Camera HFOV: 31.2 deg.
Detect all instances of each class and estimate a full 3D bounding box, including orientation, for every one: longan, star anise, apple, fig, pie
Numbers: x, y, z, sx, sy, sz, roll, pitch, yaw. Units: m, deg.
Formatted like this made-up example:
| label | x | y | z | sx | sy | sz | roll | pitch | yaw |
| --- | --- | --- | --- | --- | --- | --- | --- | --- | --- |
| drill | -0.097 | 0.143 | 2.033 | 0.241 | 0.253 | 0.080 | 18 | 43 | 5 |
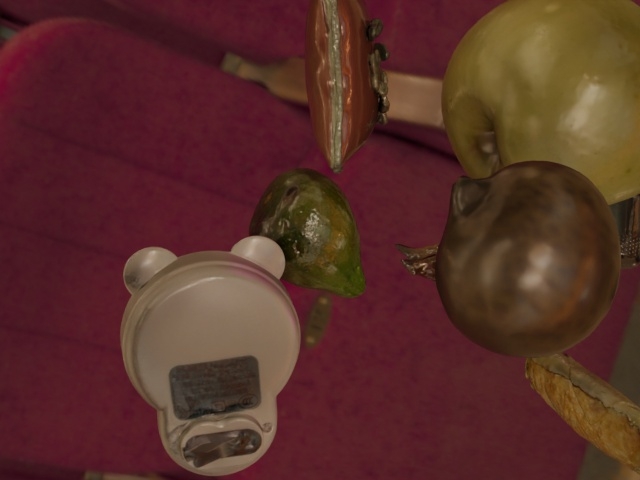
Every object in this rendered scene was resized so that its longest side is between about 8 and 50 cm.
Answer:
| label | x | y | z | sx | sy | sz | roll | pitch | yaw |
| --- | --- | --- | --- | --- | --- | --- | --- | --- | --- |
| longan | 0.112 | 0.009 | 0.631 | 0.113 | 0.113 | 0.092 | -65 | 9 | 4 |
| star anise | 0.238 | 0.059 | 1.744 | 0.272 | 0.272 | 0.102 | 17 | 111 | 44 |
| apple | 0.291 | -0.158 | 1.360 | 0.254 | 0.292 | 0.292 | -30 | 47 | -15 |
| fig | 0.000 | 0.000 | 1.278 | 0.123 | 0.156 | 0.123 | -46 | 21 | 23 |
| pie | 0.397 | 0.247 | 1.672 | 0.068 | 0.128 | 0.282 | -26 | 32 | -19 |

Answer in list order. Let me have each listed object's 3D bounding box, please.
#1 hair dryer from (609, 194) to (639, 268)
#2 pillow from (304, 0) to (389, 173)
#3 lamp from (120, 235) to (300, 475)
| label | x | y | z | sx | sy | sz | roll | pitch | yaw |
| --- | --- | --- | --- | --- | --- | --- | --- | --- | --- |
| hair dryer | 0.455 | -0.146 | 1.445 | 0.284 | 0.156 | 0.320 | -22 | 55 | 40 |
| pillow | 0.025 | -0.153 | 1.045 | 0.075 | 0.179 | 0.171 | 0 | 100 | 6 |
| lamp | -0.110 | 0.117 | 1.168 | 0.108 | 0.180 | 0.246 | -118 | 24 | -74 |
